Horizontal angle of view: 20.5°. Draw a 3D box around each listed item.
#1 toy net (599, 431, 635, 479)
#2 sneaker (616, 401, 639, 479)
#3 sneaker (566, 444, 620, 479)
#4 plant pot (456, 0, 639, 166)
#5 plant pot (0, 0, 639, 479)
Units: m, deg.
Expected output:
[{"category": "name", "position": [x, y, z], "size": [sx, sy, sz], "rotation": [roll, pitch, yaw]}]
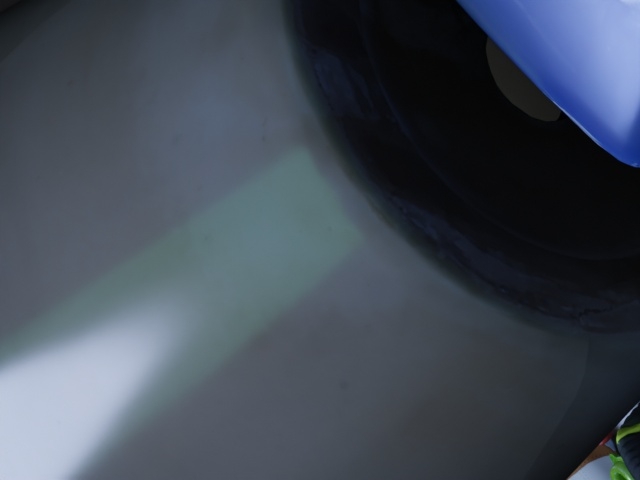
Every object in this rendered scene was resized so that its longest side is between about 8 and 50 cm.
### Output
[{"category": "toy net", "position": [0.165, 0.051, 1.004], "size": [0.232, 0.045, 0.122], "rotation": [62, 162, -3]}, {"category": "sneaker", "position": [0.247, 0.158, 0.750], "size": [0.147, 0.145, 0.385], "rotation": [54, -171, -15]}, {"category": "sneaker", "position": [0.164, 0.227, 1.187], "size": [0.123, 0.106, 0.290], "rotation": [51, 149, 32]}, {"category": "plant pot", "position": [0.121, -0.201, 0.475], "size": [0.236, 0.236, 0.212], "rotation": [51, 153, 24]}, {"category": "plant pot", "position": [0.000, 0.000, 0.649], "size": [0.323, 0.323, 0.280], "rotation": [58, 140, 3]}]
